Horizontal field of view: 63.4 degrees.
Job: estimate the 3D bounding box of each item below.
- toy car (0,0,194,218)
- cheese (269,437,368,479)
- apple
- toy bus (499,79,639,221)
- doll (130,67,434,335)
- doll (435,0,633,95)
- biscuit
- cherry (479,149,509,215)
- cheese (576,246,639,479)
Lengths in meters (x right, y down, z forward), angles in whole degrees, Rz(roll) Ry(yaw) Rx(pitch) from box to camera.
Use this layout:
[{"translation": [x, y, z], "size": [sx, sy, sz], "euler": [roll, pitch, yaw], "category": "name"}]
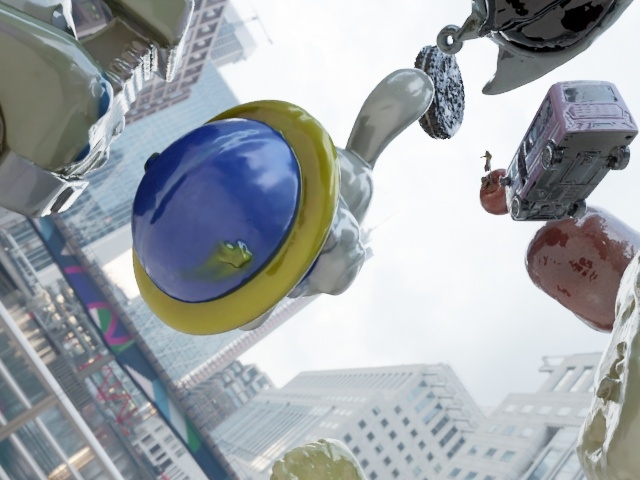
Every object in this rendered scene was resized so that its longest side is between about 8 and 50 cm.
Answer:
[{"translation": [-0.292, -0.184, 0.382], "size": [0.336, 0.226, 0.242], "euler": [39, -5, -18], "category": "toy car"}, {"translation": [-0.001, 0.540, 1.080], "size": [0.117, 0.214, 0.225], "euler": [106, -36, -55], "category": "cheese"}, {"translation": [0.626, 0.060, 1.185], "size": [0.306, 0.235, 0.305], "euler": [37, 10, -8], "category": "apple"}, {"translation": [0.307, -0.105, 0.669], "size": [0.198, 0.096, 0.108], "euler": [90, -1, -62], "category": "toy bus"}, {"translation": [-0.010, -0.032, 0.428], "size": [0.159, 0.311, 0.243], "euler": [45, 5, 39], "category": "doll"}, {"translation": [0.223, -0.237, 0.445], "size": [0.146, 0.103, 0.316], "euler": [23, -17, -31], "category": "doll"}, {"translation": [0.236, -0.292, 1.027], "size": [0.053, 0.194, 0.194], "euler": [-1, -59, 35], "category": "biscuit"}, {"translation": [0.377, -0.115, 1.121], "size": [0.090, 0.106, 0.226], "euler": [29, 6, 38], "category": "cherry"}, {"translation": [0.296, 0.094, 0.442], "size": [0.093, 0.262, 0.159], "euler": [19, -19, 21], "category": "cheese"}]
